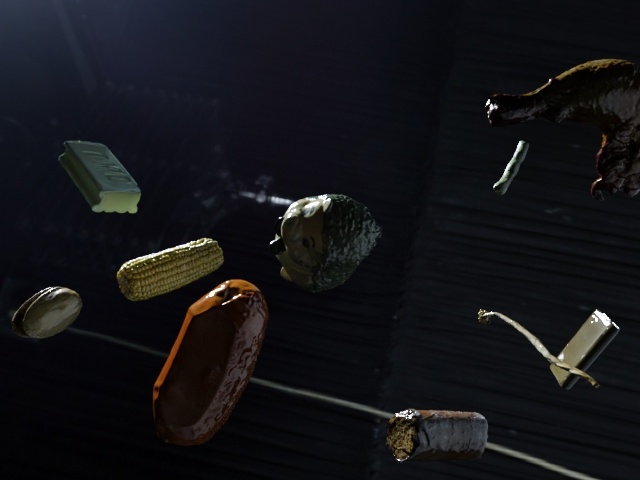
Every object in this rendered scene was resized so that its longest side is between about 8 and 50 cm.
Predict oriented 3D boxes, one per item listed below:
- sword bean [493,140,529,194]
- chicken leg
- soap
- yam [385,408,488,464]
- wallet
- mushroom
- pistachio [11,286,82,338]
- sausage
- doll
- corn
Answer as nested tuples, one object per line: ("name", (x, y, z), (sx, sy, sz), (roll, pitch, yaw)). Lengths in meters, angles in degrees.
("sword bean", (0.540, -0.202, 1.902), (0.269, 0.038, 0.043), (-50, -59, -44))
("chicken leg", (0.390, -0.150, 0.905), (0.177, 0.323, 0.083), (-53, 12, 30))
("soap", (-0.496, -0.144, 1.525), (0.115, 0.198, 0.063), (-2, -49, -50))
("yam", (0.175, 0.291, 1.002), (0.079, 0.141, 0.079), (-31, 54, 57))
("wallet", (0.652, 0.270, 1.673), (0.198, 0.031, 0.110), (-58, 9, 17))
("mushroom", (0.348, 0.167, 1.101), (0.286, 0.026, 0.028), (-149, 57, -61))
("pistachio", (-0.793, 0.213, 1.970), (0.206, 0.130, 0.131), (-41, -71, -47))
("sausage", (-0.159, 0.180, 0.993), (0.133, 0.133, 0.258), (21, -88, -85))
("doll", (0.000, 0.000, 1.591), (0.349, 0.248, 0.247), (158, 127, -66))
("corn", (-0.333, 0.065, 1.509), (0.244, 0.093, 0.093), (-19, -50, -41))
